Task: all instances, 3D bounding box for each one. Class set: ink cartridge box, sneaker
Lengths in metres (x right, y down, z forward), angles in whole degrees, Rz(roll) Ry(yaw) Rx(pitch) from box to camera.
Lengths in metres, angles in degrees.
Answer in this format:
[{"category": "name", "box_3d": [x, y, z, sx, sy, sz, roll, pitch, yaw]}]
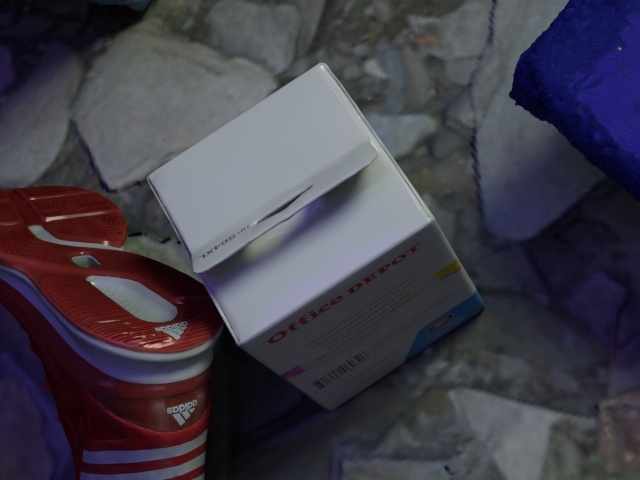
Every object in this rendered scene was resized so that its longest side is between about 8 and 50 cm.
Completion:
[{"category": "ink cartridge box", "box_3d": [0.000, 0.000, 0.525, 0.092, 0.143, 0.090, -34, 64, 3]}, {"category": "sneaker", "box_3d": [-0.120, 0.058, 0.574, 0.221, 0.087, 0.128, 36, 127, 56]}]

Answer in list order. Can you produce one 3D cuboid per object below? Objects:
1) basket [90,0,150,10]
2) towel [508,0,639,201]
[{"category": "basket", "box_3d": [-0.180, -0.257, 0.597, 0.255, 0.289, 0.201, 33, 91, 22]}, {"category": "towel", "box_3d": [0.260, -0.100, 0.500, 0.308, 0.076, 0.227, -45, 73, 1]}]
